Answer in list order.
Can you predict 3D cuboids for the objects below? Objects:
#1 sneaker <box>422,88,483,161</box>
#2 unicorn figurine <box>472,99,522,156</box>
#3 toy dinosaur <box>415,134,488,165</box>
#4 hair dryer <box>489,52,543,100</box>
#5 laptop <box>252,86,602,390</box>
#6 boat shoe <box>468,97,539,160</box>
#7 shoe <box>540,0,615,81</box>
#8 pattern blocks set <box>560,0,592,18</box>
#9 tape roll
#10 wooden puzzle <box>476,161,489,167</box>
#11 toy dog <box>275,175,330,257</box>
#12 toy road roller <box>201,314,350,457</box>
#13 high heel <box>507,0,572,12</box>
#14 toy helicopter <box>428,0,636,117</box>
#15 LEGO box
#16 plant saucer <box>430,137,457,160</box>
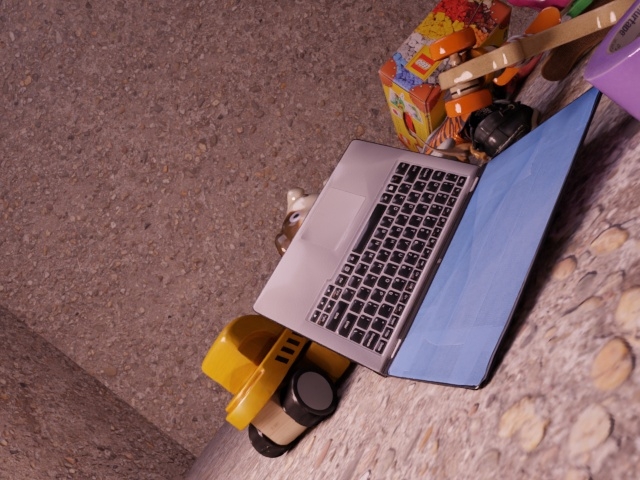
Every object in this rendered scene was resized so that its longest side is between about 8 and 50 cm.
[{"bbox_3d":[0.410,-0.300,1.387,0.180,0.124,0.321,-88,18,-64],"label":"sneaker"},{"bbox_3d":[0.450,-0.308,1.227,0.162,0.060,0.111,-53,0,44],"label":"unicorn figurine"},{"bbox_3d":[0.335,-0.209,1.089,0.211,0.112,0.064,-12,-47,-25],"label":"toy dinosaur"},{"bbox_3d":[0.592,-0.478,1.411,0.294,0.080,0.224,-59,13,13],"label":"hair dryer"},{"bbox_3d":[0.104,-0.030,0.649,0.382,0.407,0.236,-60,-31,-18],"label":"laptop"},{"bbox_3d":[0.357,-0.235,0.934,0.127,0.113,0.340,-53,-1,34],"label":"boat shoe"},{"bbox_3d":[0.510,-0.405,0.888,0.058,0.076,0.219,-58,0,-26],"label":"shoe"},{"bbox_3d":[0.524,-0.539,0.893,0.325,0.026,0.285,-62,3,-21],"label":"pattern blocks set"},{"bbox_3d":[0.350,-0.206,0.423,0.189,0.080,0.189,-52,-1,-2],"label":"tape roll"},{"bbox_3d":[0.229,-0.045,0.837,0.239,0.044,0.221,-54,13,-9],"label":"wooden puzzle"},{"bbox_3d":[0.000,0.000,1.414,0.408,0.284,0.396,45,-135,-72],"label":"toy dog"},{"bbox_3d":[-0.078,0.230,0.921,0.203,0.240,0.329,-53,-1,36],"label":"toy road roller"},{"bbox_3d":[0.418,-0.496,0.872,0.082,0.117,0.244,-63,3,22],"label":"high heel"},{"bbox_3d":[0.389,-0.350,0.830,0.354,0.140,0.235,-12,13,38],"label":"toy helicopter"},{"bbox_3d":[0.425,-0.523,1.554,0.372,0.193,0.500,-48,-21,1],"label":"LEGO box"},{"bbox_3d":[0.261,-0.092,1.259,0.401,0.100,0.400,-53,0,0],"label":"plant saucer"}]
